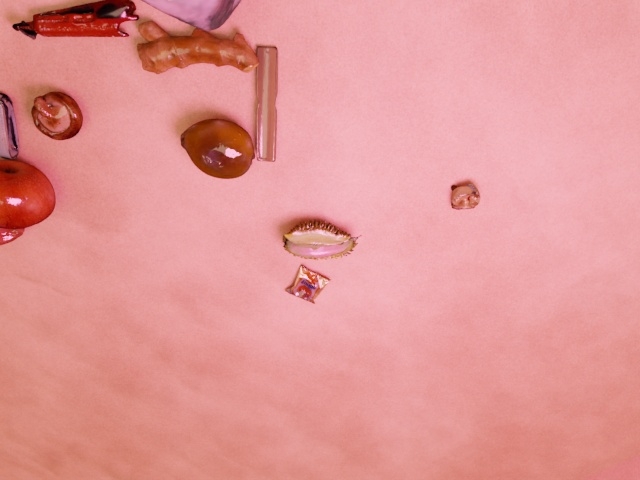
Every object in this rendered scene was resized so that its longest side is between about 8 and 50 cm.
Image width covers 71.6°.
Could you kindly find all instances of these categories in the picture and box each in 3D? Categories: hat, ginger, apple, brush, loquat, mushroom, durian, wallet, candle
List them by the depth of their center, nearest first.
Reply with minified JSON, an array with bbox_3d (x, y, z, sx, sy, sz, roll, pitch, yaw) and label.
[{"bbox_3d":[-0.579,-0.518,1.045,0.301,0.059,0.084,-4,106,1],"label":"candle"},{"bbox_3d":[-0.294,-0.451,1.070,0.298,0.065,0.118,7,108,-1],"label":"ginger"},{"bbox_3d":[-0.674,-0.316,1.137,0.127,0.087,0.127,2,116,4],"label":"mushroom"},{"bbox_3d":[-0.137,-0.345,1.141,0.054,0.048,0.282,2,111,-3],"label":"brush"},{"bbox_3d":[-0.264,-0.238,1.144,0.195,0.152,0.152,13,118,-16],"label":"loquat"},{"bbox_3d":[-0.927,-0.315,1.148,0.250,0.075,0.176,12,121,-7],"label":"wallet"},{"bbox_3d":[-0.820,-0.128,1.174,0.201,0.201,0.162,10,128,-5],"label":"apple"},{"bbox_3d":[0.405,-0.127,1.243,0.077,0.059,0.076,-1,153,12],"label":"hat"},{"bbox_3d":[0.000,-0.007,1.295,0.220,0.095,0.137,6,154,-5],"label":"durian"}]

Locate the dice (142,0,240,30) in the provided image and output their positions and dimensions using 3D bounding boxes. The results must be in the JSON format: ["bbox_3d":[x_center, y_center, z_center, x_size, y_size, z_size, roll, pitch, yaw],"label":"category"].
[{"bbox_3d":[-0.263,-0.628,0.820,0.330,0.348,0.328,32,116,-14],"label":"dice"}]

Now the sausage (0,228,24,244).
[{"bbox_3d":[-0.972,-0.078,1.239,0.148,0.148,0.254,-39,110,19],"label":"sausage"}]

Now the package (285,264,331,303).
[{"bbox_3d":[-0.040,0.143,1.407,0.108,0.031,0.121,26,115,-13],"label":"package"}]
